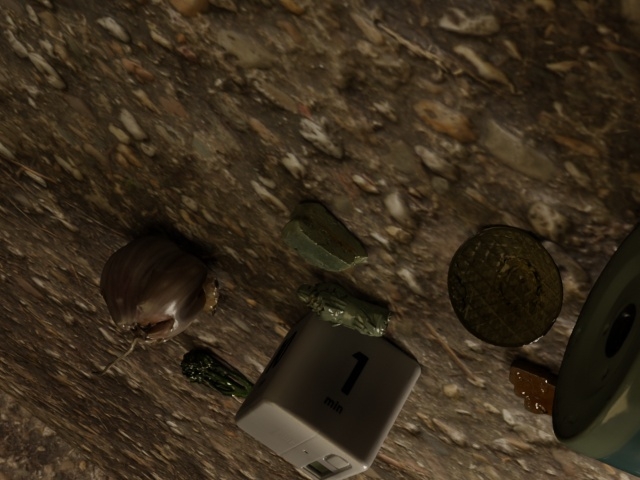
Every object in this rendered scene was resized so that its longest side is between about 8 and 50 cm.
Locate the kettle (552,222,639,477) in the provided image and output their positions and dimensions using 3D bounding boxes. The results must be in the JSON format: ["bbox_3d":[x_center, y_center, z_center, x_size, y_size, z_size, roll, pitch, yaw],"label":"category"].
[{"bbox_3d":[0.445,0.123,0.958,0.342,0.247,0.319,24,125,1],"label":"kettle"}]

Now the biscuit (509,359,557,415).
[{"bbox_3d":[0.311,0.207,1.409,0.130,0.019,0.119,44,150,-21],"label":"biscuit"}]

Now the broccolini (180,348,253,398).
[{"bbox_3d":[-0.185,0.283,1.983,0.203,0.068,0.091,32,133,1],"label":"broccolini"}]

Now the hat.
[{"bbox_3d":[0.232,0.051,1.212,0.146,0.067,0.146,6,101,33],"label":"hat"}]

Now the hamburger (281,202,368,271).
[{"bbox_3d":[-0.002,0.003,1.376,0.121,0.054,0.084,36,151,-21],"label":"hamburger"}]

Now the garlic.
[{"bbox_3d":[-0.272,0.117,1.683,0.207,0.256,0.207,19,-167,-5],"label":"garlic"}]

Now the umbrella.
[{"bbox_3d":[0.032,0.100,1.483,0.143,0.062,0.067,22,-178,6],"label":"umbrella"}]

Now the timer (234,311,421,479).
[{"bbox_3d":[0.009,0.242,1.585,0.194,0.195,0.192,35,152,-5],"label":"timer"}]
